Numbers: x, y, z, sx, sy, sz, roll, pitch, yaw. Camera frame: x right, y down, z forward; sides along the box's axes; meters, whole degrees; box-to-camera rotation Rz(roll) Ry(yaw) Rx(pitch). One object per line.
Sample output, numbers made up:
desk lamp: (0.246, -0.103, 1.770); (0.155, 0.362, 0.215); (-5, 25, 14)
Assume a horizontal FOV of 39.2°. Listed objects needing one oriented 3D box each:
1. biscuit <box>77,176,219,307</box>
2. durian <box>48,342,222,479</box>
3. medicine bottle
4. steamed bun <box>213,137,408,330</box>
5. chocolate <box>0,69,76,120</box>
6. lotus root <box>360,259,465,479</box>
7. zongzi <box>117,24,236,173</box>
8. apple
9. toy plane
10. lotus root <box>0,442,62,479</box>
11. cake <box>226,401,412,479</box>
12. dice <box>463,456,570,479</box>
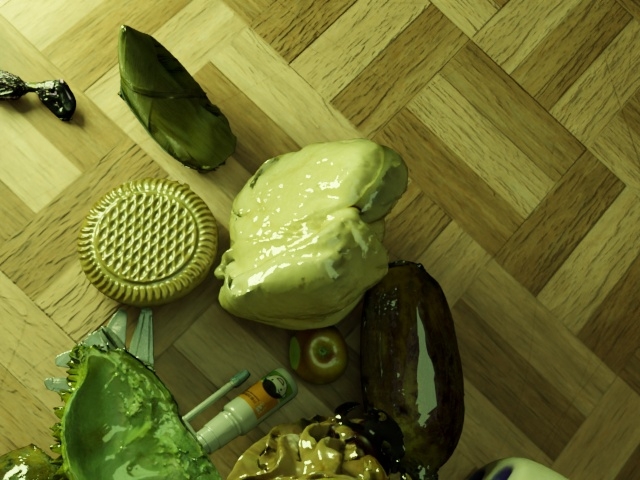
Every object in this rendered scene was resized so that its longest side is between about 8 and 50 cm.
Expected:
biscuit: (-0.296, -0.001, 1.558); (0.259, 0.079, 0.259); (0, 64, 0)
durian: (-0.297, 0.341, 1.405); (0.198, 0.163, 0.395); (-25, 91, 17)
medicine bottle: (-0.145, 0.286, 1.529); (0.220, 0.061, 0.092); (-34, 87, -31)
steamed bun: (-0.005, 0.003, 1.547); (0.230, 0.324, 0.372); (50, 51, -38)
chocolate: (-0.514, -0.268, 1.623); (0.147, 0.072, 0.070); (11, 32, -18)
lotus root: (0.160, 0.232, 1.564); (0.179, 0.196, 0.398); (-6, 74, 14)
zongzi: (-0.250, -0.239, 1.559); (0.251, 0.274, 0.125); (45, 78, 2)
apple: (0.001, 0.197, 1.586); (0.099, 0.102, 0.114); (4, 88, -17)
toy plane: (-0.309, 0.260, 1.515); (0.212, 0.088, 0.267); (-39, 94, -18)
lotus root: (-0.493, 0.447, 1.382); (0.160, 0.152, 0.275); (20, 67, 12)
cake: (0.023, 0.397, 1.395); (0.332, 0.332, 0.321); (9, 58, -10)
dice: (0.335, 0.551, 1.464); (0.304, 0.304, 0.277); (42, 71, 1)
